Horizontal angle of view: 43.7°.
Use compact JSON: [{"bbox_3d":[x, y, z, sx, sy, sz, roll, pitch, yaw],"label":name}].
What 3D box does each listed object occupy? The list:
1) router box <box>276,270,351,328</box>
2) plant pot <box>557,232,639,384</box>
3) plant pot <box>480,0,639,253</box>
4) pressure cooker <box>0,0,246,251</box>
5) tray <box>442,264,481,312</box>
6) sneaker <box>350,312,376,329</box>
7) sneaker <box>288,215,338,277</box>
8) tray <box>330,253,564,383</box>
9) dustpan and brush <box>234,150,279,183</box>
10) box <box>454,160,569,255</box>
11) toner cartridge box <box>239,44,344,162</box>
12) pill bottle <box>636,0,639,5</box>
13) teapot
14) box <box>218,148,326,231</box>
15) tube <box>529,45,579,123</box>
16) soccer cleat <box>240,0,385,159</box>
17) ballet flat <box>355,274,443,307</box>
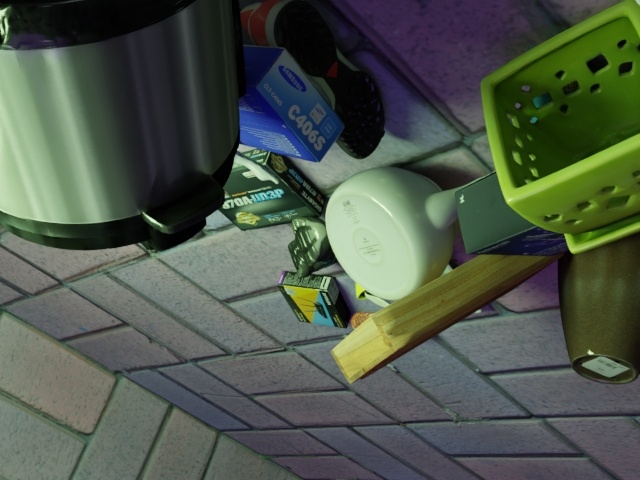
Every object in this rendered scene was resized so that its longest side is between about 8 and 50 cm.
[{"bbox_3d":[-0.013,0.142,1.904,0.133,0.046,0.179,6,148,24],"label":"router box"},{"bbox_3d":[0.503,0.121,1.376,0.215,0.230,0.215,15,150,9],"label":"plant pot"},{"bbox_3d":[0.365,-0.128,1.027,0.228,0.227,0.207,-26,136,30],"label":"plant pot"},{"bbox_3d":[-0.284,-0.197,0.970,0.375,0.370,0.420,2,137,1],"label":"pressure cooker"},{"bbox_3d":[0.226,0.071,1.661,0.145,0.030,0.270,-3,144,35],"label":"tray"},{"bbox_3d":[0.161,0.202,1.903,0.175,0.064,0.067,9,169,27],"label":"sneaker"},{"bbox_3d":[0.000,0.000,1.581,0.106,0.101,0.267,-18,171,-11],"label":"sneaker"},{"bbox_3d":[0.229,0.102,1.375,0.076,0.411,0.203,58,151,11],"label":"tray"},{"bbox_3d":[-0.163,-0.146,1.300,0.211,0.060,0.147,42,178,-3],"label":"dustpan and brush"},{"bbox_3d":[0.339,-0.047,1.238,0.207,0.108,0.153,1,163,-33],"label":"box"},{"bbox_3d":[-0.134,-0.222,1.232,0.347,0.075,0.165,19,160,47],"label":"toner cartridge box"},{"bbox_3d":[0.407,-0.323,0.824,0.108,0.108,0.193,21,151,-2],"label":"pill bottle"},{"bbox_3d":[0.143,-0.029,1.407,0.256,0.187,0.253,33,139,32],"label":"teapot"},{"bbox_3d":[-0.125,-0.098,1.569,0.220,0.051,0.175,-8,141,39],"label":"box"},{"bbox_3d":[0.335,-0.197,1.142,0.080,0.052,0.207,-1,142,10],"label":"tube"},{"bbox_3d":[-0.005,-0.247,1.225,0.116,0.109,0.318,25,165,44],"label":"soccer cleat"},{"bbox_3d":[0.179,0.109,1.642,0.231,0.077,0.077,7,147,20],"label":"ballet flat"}]
